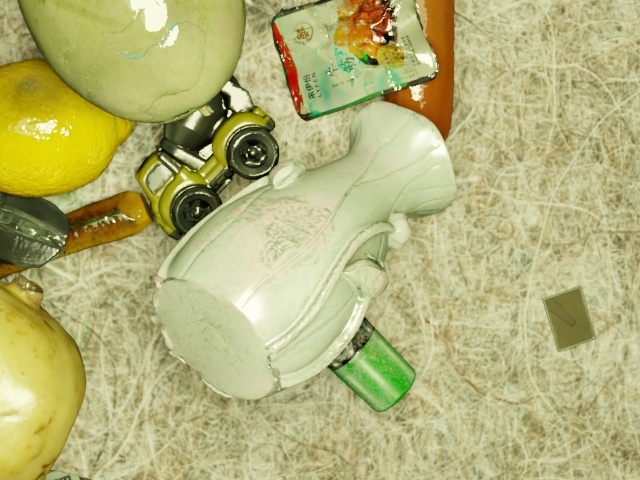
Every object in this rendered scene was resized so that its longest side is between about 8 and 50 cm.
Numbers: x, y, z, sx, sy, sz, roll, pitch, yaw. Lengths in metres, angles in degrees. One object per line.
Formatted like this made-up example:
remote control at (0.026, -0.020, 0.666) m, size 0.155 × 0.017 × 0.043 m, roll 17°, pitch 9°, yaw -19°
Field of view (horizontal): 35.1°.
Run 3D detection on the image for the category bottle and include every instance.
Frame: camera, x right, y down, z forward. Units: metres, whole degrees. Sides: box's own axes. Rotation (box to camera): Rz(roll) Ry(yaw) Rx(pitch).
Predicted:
bottle at (-0.001, 0.110, 1.475) m, size 0.093 × 0.093 × 0.330 m, roll -45°, pitch 98°, yaw -1°

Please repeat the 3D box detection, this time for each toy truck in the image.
toy truck at (-0.169, -0.120, 1.401) m, size 0.165 × 0.147 × 0.224 m, roll 42°, pitch 93°, yaw -17°

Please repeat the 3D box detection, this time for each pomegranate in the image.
pomegranate at (-0.458, 0.192, 1.323) m, size 0.332 × 0.332 × 0.333 m, roll -1°, pitch 95°, yaw -6°

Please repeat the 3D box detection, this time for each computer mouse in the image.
computer mouse at (-0.435, -0.022, 1.393) m, size 0.192 × 0.062 × 0.106 m, roll 13°, pitch 63°, yaw 22°

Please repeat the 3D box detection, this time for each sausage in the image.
sausage at (0.143, -0.300, 1.453) m, size 0.097 × 0.094 × 0.349 m, roll -1°, pitch 96°, yaw -7°

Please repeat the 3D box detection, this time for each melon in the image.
melon at (-0.228, -0.297, 1.254) m, size 0.268 × 0.268 × 0.330 m, roll -33°, pitch 96°, yaw -3°

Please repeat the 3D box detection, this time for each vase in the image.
vase at (0.000, 0.000, 1.320) m, size 0.250 × 0.250 × 0.445 m, roll 53°, pitch 54°, yaw -8°

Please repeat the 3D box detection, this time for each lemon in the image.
lemon at (-0.377, -0.151, 1.362) m, size 0.256 × 0.188 × 0.188 m, roll -10°, pitch 96°, yaw -12°

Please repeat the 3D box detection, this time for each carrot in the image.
carrot at (-0.393, 0.007, 1.441) m, size 0.314 × 0.066 × 0.066 m, roll -21°, pitch 97°, yaw -1°

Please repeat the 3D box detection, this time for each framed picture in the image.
framed picture at (0.385, 0.121, 1.564) m, size 0.066 × 0.006 × 0.089 m, roll -19°, pitch 97°, yaw -4°

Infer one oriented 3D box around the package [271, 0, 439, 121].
package at (0.044, -0.272, 1.424) m, size 0.232 × 0.040 × 0.166 m, roll -12°, pitch 95°, yaw 25°

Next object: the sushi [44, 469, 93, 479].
sushi at (-0.332, 0.479, 1.496) m, size 0.219 × 0.047 × 0.231 m, roll 17°, pitch 93°, yaw -8°
